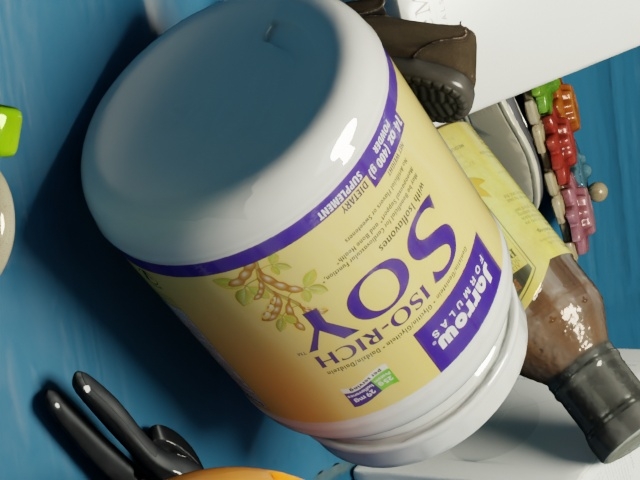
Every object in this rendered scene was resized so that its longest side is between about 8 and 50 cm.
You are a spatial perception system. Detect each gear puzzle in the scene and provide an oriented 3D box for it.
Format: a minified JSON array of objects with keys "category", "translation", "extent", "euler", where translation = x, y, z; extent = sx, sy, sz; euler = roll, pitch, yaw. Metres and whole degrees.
[{"category":"gear puzzle","translation":[0.231,-0.158,1.814],"extent":[0.175,0.044,0.339],"euler":[-73,148,-60]}]

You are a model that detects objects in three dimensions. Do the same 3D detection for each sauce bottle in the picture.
[{"category":"sauce bottle","translation":[0.167,0.034,1.557],"extent":[0.344,0.111,0.111],"euler":[52,30,20]}]

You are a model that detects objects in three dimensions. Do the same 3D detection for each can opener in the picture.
[{"category":"can opener","translation":[-0.142,0.158,1.345],"extent":[0.059,0.073,0.186],"euler":[-43,132,3]}]

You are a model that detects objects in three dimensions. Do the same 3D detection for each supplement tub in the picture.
[{"category":"supplement tub","translation":[0.000,0.000,1.370],"extent":[0.331,0.241,0.241],"euler":[52,50,-41]}]

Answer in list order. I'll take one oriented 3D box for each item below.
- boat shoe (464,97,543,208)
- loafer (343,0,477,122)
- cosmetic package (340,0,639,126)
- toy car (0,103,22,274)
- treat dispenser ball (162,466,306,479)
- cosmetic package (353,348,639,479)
[{"category":"boat shoe","translation":[0.177,-0.119,1.765],"extent":[0.065,0.075,0.206],"euler":[-48,123,-40]},{"category":"loafer","translation":[0.026,-0.151,1.432],"extent":[0.080,0.220,0.078],"euler":[77,34,-57]},{"category":"cosmetic package","translation":[0.187,-0.262,1.571],"extent":[0.385,0.156,0.217],"euler":[-25,115,-22]},{"category":"toy car","translation":[-0.289,-0.017,1.061],"extent":[0.188,0.149,0.155],"euler":[5,97,-44]},{"category":"treat dispenser ball","translation":[-0.060,0.299,1.250],"extent":[0.288,0.288,0.288],"euler":[-2,92,-55]},{"category":"cosmetic package","translation":[0.191,0.208,1.660],"extent":[0.225,0.224,0.138],"euler":[-45,125,-44]}]
